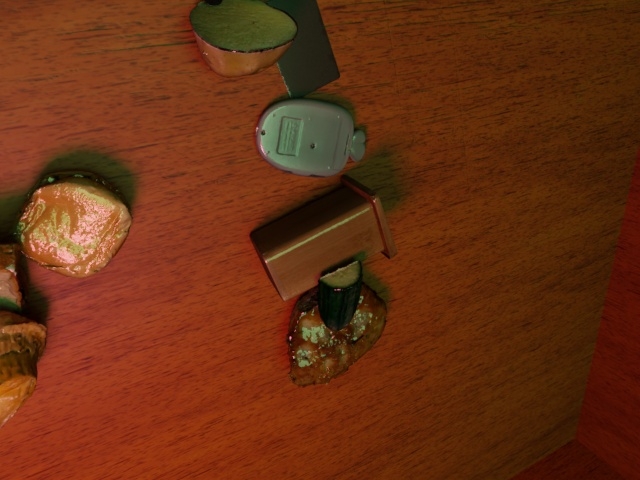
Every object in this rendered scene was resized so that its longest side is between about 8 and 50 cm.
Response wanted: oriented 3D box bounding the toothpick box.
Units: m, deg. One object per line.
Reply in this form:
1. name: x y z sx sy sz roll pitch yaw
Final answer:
1. toothpick box: 0.000 0.000 1.110 0.307 0.187 0.190 -28 122 -11

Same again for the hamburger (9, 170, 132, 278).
1. hamburger: -0.481 -0.033 0.877 0.213 0.108 0.214 -10 114 -24

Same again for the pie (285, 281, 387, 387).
1. pie: 0.040 0.267 1.286 0.354 0.103 0.289 -28 121 -20

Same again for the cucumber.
1. cucumber: 0.055 0.161 1.111 0.115 0.063 0.244 -18 143 -14

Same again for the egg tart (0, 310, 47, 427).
1. egg tart: -0.654 0.285 0.826 0.341 0.129 0.341 -51 169 -14

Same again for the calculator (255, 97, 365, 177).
1. calculator: -0.013 -0.245 1.074 0.298 0.041 0.186 3 109 -27

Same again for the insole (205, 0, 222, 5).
1. insole: -0.222 -0.523 0.839 0.053 0.002 0.153 -21 100 -18

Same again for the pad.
1. pad: -0.045 -0.440 0.996 0.142 0.003 0.212 -31 122 -13

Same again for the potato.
1. potato: -0.155 -0.388 0.888 0.202 0.182 0.117 -25 153 -26

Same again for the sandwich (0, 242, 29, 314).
1. sandwich: -0.668 0.078 0.786 0.250 0.087 0.226 -2 149 -27
